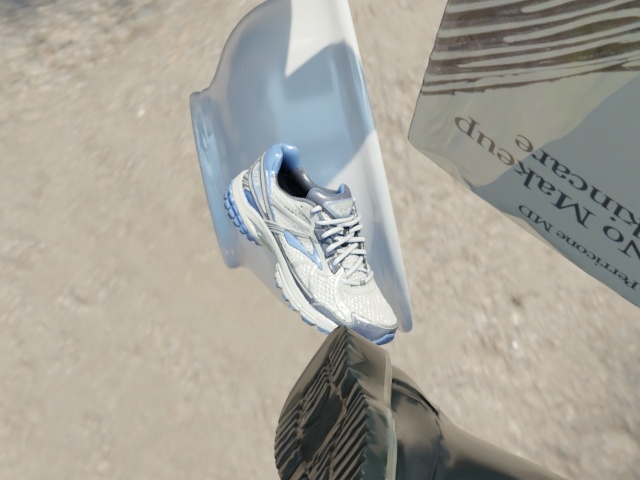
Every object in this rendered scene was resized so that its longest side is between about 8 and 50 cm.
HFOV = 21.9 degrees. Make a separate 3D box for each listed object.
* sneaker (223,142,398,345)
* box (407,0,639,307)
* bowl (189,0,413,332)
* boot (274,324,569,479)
[{"bbox_3d":[0.000,0.000,0.917,0.135,0.052,0.058,49,122,21],"label":"sneaker"},{"bbox_3d":[0.107,-0.086,0.453,0.113,0.275,0.094,36,69,10],"label":"box"},{"bbox_3d":[-0.022,-0.058,1.291,0.134,0.298,0.297,-13,101,0],"label":"bowl"},{"bbox_3d":[0.054,0.113,0.614,0.137,0.198,0.077,31,114,-11],"label":"boot"}]
